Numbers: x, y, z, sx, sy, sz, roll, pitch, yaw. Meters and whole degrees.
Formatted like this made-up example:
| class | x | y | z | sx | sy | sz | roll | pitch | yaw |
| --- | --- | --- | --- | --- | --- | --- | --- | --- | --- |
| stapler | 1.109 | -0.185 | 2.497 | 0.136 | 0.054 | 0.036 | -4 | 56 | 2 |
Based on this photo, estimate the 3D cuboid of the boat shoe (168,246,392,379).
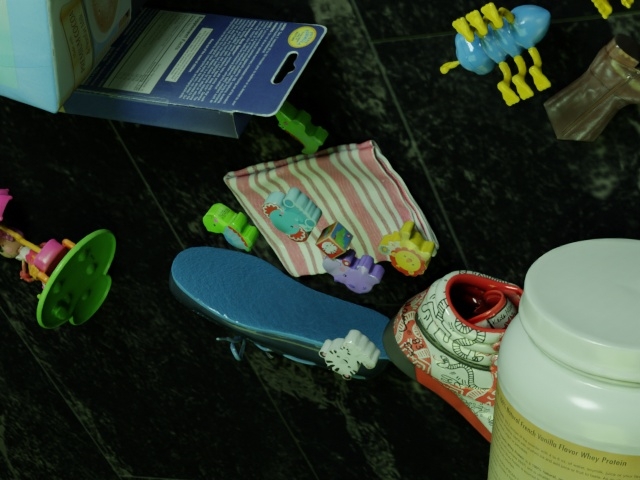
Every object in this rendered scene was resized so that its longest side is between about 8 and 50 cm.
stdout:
| class | x | y | z | sx | sy | sz | roll | pitch | yaw |
| --- | --- | --- | --- | --- | --- | --- | --- | --- | --- |
| boat shoe | -0.048 | 0.095 | 1.577 | 0.258 | 0.109 | 0.089 | 26 | 144 | 5 |

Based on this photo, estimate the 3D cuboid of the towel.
| class | x | y | z | sx | sy | sz | roll | pitch | yaw |
| --- | --- | --- | --- | --- | --- | --- | --- | --- | --- |
| towel | 0.008 | -0.026 | 1.473 | 0.197 | 0.029 | 0.144 | -10 | 127 | 37 |

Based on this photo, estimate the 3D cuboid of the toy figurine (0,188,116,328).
| class | x | y | z | sx | sy | sz | roll | pitch | yaw |
| --- | --- | --- | --- | --- | --- | --- | --- | --- | --- |
| toy figurine | -0.329 | 0.010 | 1.666 | 0.159 | 0.130 | 0.173 | 33 | 167 | 14 |

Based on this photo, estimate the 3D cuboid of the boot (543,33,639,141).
| class | x | y | z | sx | sy | sz | roll | pitch | yaw |
| --- | --- | --- | --- | --- | --- | --- | --- | --- | --- |
| boot | 0.254 | -0.108 | 1.239 | 0.106 | 0.037 | 0.114 | 43 | 137 | 2 |

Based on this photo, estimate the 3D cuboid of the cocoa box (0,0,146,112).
| class | x | y | z | sx | sy | sz | roll | pitch | yaw |
| --- | --- | --- | --- | --- | --- | --- | --- | --- | --- |
| cocoa box | -0.266 | -0.320 | 1.156 | 0.231 | 0.228 | 0.347 | 18 | 139 | 12 |

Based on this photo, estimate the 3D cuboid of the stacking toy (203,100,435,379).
| class | x | y | z | sx | sy | sz | roll | pitch | yaw |
| --- | --- | --- | --- | --- | --- | --- | --- | --- | --- |
| stacking toy | 0.000 | 0.000 | 1.358 | 0.221 | 0.167 | 0.052 | 45 | 137 | -16 |

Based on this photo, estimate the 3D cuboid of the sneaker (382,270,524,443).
| class | x | y | z | sx | sy | sz | roll | pitch | yaw |
| --- | --- | --- | --- | --- | --- | --- | --- | --- | --- |
| sneaker | 0.202 | 0.135 | 1.488 | 0.270 | 0.090 | 0.145 | 35 | 143 | -4 |

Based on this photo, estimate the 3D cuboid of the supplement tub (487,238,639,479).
| class | x | y | z | sx | sy | sz | roll | pitch | yaw |
| --- | --- | --- | --- | --- | --- | --- | --- | --- | --- |
| supplement tub | 0.271 | 0.180 | 1.353 | 0.228 | 0.228 | 0.316 | 12 | 122 | 18 |

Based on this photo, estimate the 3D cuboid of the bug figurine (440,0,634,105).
| class | x | y | z | sx | sy | sz | roll | pitch | yaw |
| --- | --- | --- | --- | --- | --- | --- | --- | --- | --- |
| bug figurine | 0.132 | -0.248 | 1.130 | 0.216 | 0.072 | 0.279 | -19 | 117 | 34 |

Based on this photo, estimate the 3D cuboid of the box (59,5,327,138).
| class | x | y | z | sx | sy | sz | roll | pitch | yaw |
| --- | --- | --- | --- | --- | --- | --- | --- | --- | --- |
| box | -0.117 | -0.154 | 1.320 | 0.225 | 0.136 | 0.036 | 9 | 136 | 22 |
